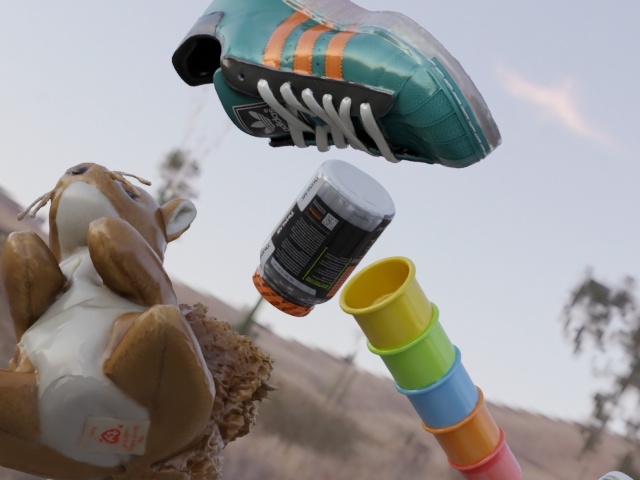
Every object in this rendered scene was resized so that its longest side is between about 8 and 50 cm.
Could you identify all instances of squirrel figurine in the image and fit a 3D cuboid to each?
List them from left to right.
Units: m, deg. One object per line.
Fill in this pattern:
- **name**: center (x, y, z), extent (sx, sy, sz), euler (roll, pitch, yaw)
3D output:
- **squirrel figurine**: center (-0.227, 0.112, 1.890), extent (0.370, 0.281, 0.397), euler (-99, 161, -50)

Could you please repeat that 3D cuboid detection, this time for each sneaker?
- **sneaker**: center (0.004, -0.104, 1.159), extent (0.302, 0.121, 0.108), euler (35, -18, 49)

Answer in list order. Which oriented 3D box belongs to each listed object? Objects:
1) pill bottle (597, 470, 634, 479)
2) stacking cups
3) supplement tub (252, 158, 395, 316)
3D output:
- **pill bottle**: center (0.273, 0.327, 1.724), extent (0.094, 0.169, 0.094), euler (50, -18, 24)
- **stacking cups**: center (0.136, 0.162, 1.846), extent (0.096, 0.096, 0.316), euler (15, -36, 55)
- **supplement tub**: center (0.000, 0.000, 2.090), extent (0.117, 0.190, 0.117), euler (31, 23, -15)
